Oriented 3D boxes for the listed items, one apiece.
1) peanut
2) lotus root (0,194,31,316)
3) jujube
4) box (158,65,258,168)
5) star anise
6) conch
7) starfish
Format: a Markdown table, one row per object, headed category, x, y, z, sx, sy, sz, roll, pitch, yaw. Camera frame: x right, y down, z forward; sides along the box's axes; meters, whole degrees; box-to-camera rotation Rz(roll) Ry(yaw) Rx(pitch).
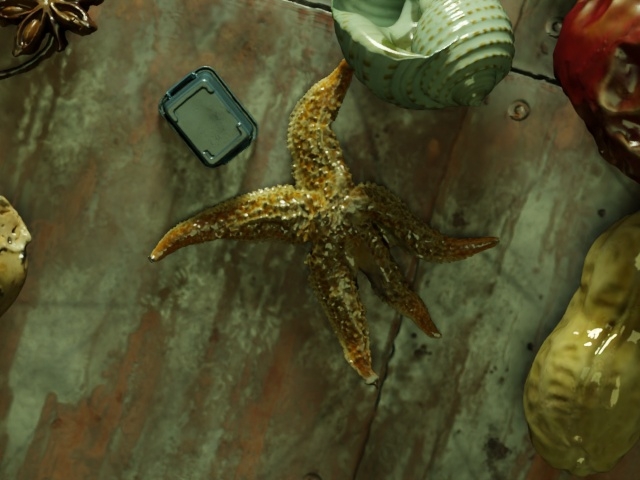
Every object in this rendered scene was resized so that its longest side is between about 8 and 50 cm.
| category | x | y | z | sx | sy | sz | roll | pitch | yaw |
| --- | --- | --- | --- | --- | --- | --- | --- | --- | --- |
| peanut | 0.310 | 0.104 | 1.882 | 0.147 | 0.147 | 0.305 | 24 | 97 | -6 |
| lotus root | -0.431 | 0.053 | 1.848 | 0.284 | 0.146 | 0.160 | -32 | 85 | 6 |
| jujube | 0.424 | -0.144 | 1.794 | 0.377 | 0.276 | 0.276 | 34 | 98 | -20 |
| box | -0.118 | -0.126 | 1.871 | 0.074 | 0.054 | 0.099 | -38 | 100 | 7 |
| star anise | -0.298 | -0.217 | 1.845 | 0.190 | 0.070 | 0.097 | -31 | 73 | 5 |
| conch | 0.105 | -0.202 | 1.827 | 0.172 | 0.200 | 0.131 | -22 | 133 | -9 |
| starfish | 0.023 | 0.014 | 1.888 | 0.301 | 0.084 | 0.293 | -45 | 97 | 2 |
